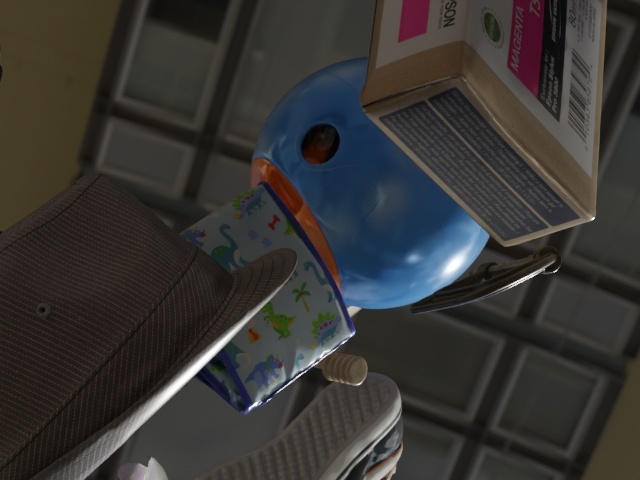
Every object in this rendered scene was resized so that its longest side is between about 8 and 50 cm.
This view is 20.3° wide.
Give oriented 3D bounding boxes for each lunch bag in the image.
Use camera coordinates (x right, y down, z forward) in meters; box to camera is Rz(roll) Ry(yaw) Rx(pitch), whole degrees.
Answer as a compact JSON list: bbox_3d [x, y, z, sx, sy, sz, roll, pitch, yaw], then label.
[{"bbox_3d":[-0.060,0.051,1.478,0.129,0.096,0.151,-35,-95,-28],"label":"lunch bag"}]

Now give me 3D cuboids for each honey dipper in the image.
[{"bbox_3d":[-0.019,0.121,1.827,0.030,0.030,0.161,-8,-168,-44],"label":"honey dipper"}]

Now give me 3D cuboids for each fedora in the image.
[{"bbox_3d":[-0.156,0.055,1.034,0.124,0.275,0.244,47,179,-9],"label":"fedora"}]

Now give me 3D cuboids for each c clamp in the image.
[{"bbox_3d":[0.140,0.027,1.438,0.137,0.022,0.161,-21,-178,-16],"label":"c clamp"}]

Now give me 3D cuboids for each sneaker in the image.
[{"bbox_3d":[-0.027,0.273,1.866,0.321,0.127,0.126,-33,-141,-31],"label":"sneaker"}]

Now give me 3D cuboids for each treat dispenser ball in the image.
[{"bbox_3d":[0.063,-0.066,2.047,0.288,0.288,0.288,16,-155,-8],"label":"treat dispenser ball"}]

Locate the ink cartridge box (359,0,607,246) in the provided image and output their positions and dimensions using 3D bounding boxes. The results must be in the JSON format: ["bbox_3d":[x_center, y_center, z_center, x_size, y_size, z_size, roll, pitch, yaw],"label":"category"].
[{"bbox_3d":[0.128,-0.145,1.329,0.193,0.088,0.234,41,-135,-40],"label":"ink cartridge box"}]

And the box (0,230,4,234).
[{"bbox_3d":[-0.461,0.132,2.465,0.201,0.293,0.057,16,169,-11],"label":"box"}]

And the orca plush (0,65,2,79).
[{"bbox_3d":[-0.415,-0.127,2.070,0.151,0.102,0.287,-19,-135,14],"label":"orca plush"}]

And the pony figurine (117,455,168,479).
[{"bbox_3d":[-0.187,0.426,1.980,0.363,0.302,0.351,35,172,10],"label":"pony figurine"}]

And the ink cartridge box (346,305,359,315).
[{"bbox_3d":[0.000,0.000,2.364,0.207,0.353,0.119,55,-148,8],"label":"ink cartridge box"}]
